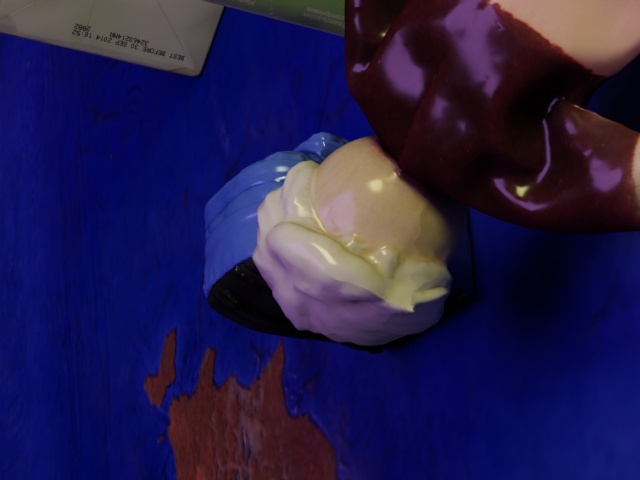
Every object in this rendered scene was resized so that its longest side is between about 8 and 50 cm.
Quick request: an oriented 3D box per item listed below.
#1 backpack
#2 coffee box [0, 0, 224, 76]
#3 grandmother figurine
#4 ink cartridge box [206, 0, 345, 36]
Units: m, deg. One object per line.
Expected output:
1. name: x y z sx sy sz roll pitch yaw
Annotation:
1. backpack: 0.000 0.000 0.722 0.098 0.120 0.101 -46 43 49
2. coffee box: -0.191 -0.254 1.125 0.118 0.168 0.297 -68 30 22
3. grandmother figurine: 0.085 -0.087 0.560 0.342 0.104 0.208 -54 54 26
4. ink cartridge box: -0.014 -0.184 0.757 0.056 0.171 0.235 -65 30 27
